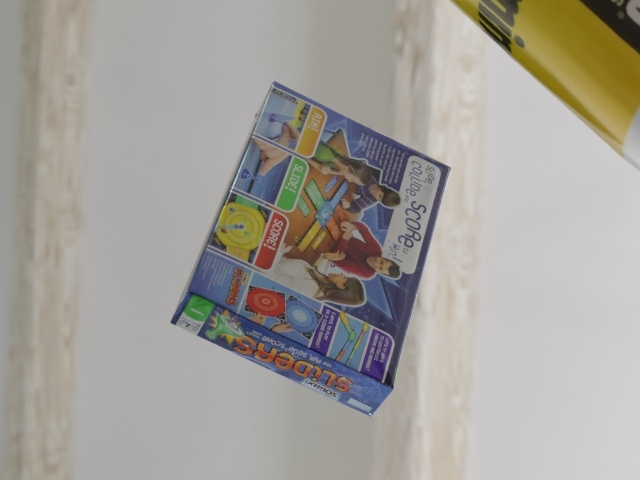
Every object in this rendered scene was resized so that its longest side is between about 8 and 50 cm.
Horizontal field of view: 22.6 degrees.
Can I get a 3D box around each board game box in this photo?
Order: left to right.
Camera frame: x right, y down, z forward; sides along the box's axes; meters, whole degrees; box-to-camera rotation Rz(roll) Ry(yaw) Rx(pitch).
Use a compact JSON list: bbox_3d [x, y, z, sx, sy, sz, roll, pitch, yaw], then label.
[{"bbox_3d":[0.000,0.000,1.009,0.035,0.136,0.201,-57,-171,45],"label":"board game box"}]

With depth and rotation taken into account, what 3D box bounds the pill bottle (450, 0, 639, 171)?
[{"bbox_3d":[0.142,-0.143,0.653,0.334,0.188,0.188,45,-57,17],"label":"pill bottle"}]
